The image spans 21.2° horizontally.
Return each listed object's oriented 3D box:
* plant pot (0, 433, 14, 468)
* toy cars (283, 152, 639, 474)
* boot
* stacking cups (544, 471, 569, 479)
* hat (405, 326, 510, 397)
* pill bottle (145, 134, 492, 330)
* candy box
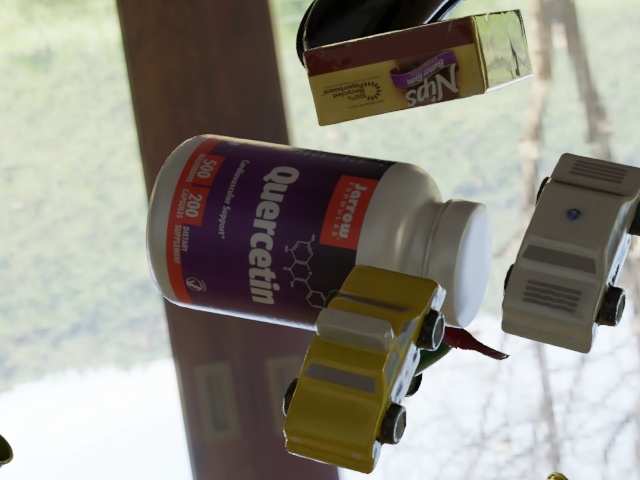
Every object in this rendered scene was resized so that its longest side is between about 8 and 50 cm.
[{"bbox_3d":[-0.327,0.204,1.510,0.083,0.079,0.083,30,-168,-7],"label":"plant pot"},{"bbox_3d":[0.125,0.042,1.426,0.394,0.176,0.087,-28,145,-7],"label":"toy cars"},{"bbox_3d":[0.091,-0.332,1.956,0.348,0.131,0.260,-39,164,6],"label":"boot"},{"bbox_3d":[0.123,0.330,1.819,0.316,0.096,0.096,-12,-172,-17],"label":"stacking cups"},{"bbox_3d":[0.153,0.085,2.051,0.184,0.208,0.173,-25,158,24],"label":"hat"},{"bbox_3d":[0.000,0.000,1.707,0.323,0.181,0.181,9,-167,21],"label":"pill bottle"},{"bbox_3d":[0.068,-0.115,1.111,0.109,0.053,0.187,-10,-175,17],"label":"candy box"}]
